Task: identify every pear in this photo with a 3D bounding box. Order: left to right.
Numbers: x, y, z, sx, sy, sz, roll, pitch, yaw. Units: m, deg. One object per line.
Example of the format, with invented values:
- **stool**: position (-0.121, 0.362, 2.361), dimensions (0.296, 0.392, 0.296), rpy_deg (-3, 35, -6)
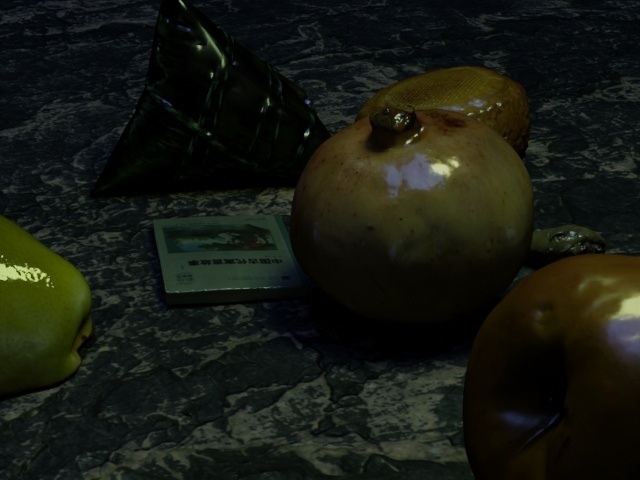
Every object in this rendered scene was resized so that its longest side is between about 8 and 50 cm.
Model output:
- **pear**: position (-0.496, 0.059, 1.879), dimensions (0.386, 0.191, 0.340), rpy_deg (0, 27, 1)

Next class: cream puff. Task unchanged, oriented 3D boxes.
- **cream puff**: position (0.195, -0.153, 2.345), dimensions (0.303, 0.212, 0.303), rpy_deg (-8, 26, 4)

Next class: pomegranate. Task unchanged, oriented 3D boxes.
- **pomegranate**: position (0.123, -0.050, 1.982), dimensions (0.338, 0.338, 0.338), rpy_deg (1, 25, 0)

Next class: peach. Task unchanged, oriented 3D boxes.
- **peach**: position (0.328, 0.175, 1.519), dimensions (0.302, 0.342, 0.343), rpy_deg (11, 15, -36)

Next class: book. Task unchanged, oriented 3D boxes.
- **book**: position (-0.140, 0.023, 2.168), dimensions (0.215, 0.025, 0.282), rpy_deg (-3, 23, -12)

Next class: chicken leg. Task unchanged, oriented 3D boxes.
- **chicken leg**: position (0.328, 0.006, 2.172), dimensions (0.198, 0.069, 0.085), rpy_deg (2, 22, 20)

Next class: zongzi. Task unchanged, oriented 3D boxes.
- **zongzi**: position (-0.204, -0.175, 2.441), dimensions (0.383, 0.362, 0.319), rpy_deg (32, 4, -34)
